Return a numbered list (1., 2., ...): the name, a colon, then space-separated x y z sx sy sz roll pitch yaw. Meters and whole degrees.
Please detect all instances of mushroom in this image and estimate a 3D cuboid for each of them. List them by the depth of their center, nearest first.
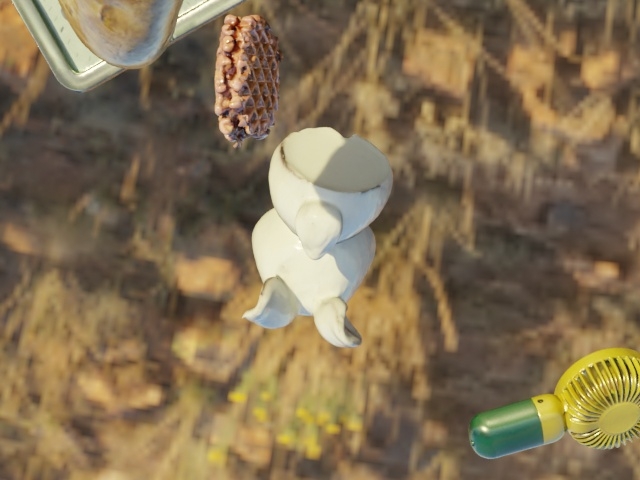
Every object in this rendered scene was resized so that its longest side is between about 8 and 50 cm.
1. mushroom: -0.133 -0.268 1.346 0.156 0.286 0.151 6 -174 -9

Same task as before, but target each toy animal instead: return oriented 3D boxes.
1. toy animal: -0.002 -0.002 1.814 0.127 0.178 0.193 12 116 -4

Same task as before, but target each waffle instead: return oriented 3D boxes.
1. waffle: -0.046 -0.098 1.132 0.029 0.083 0.075 2 180 18

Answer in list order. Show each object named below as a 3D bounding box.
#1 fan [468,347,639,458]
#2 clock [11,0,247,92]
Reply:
1. fan: 0.189 0.135 1.405 0.155 0.039 0.082 -16 131 -4
2. clock: -0.230 -0.339 2.029 0.279 0.273 0.049 -28 -176 6
